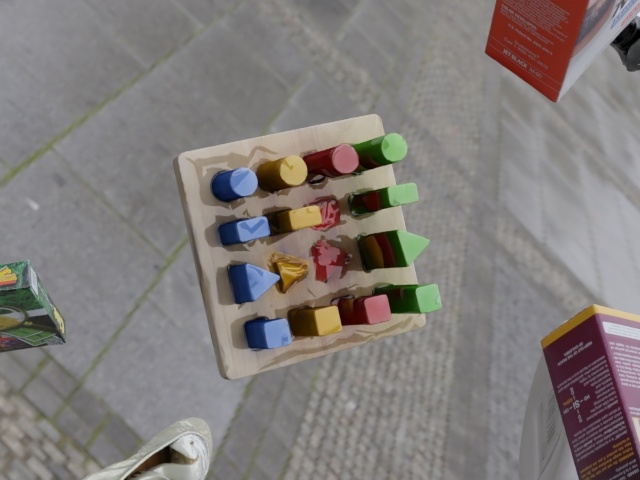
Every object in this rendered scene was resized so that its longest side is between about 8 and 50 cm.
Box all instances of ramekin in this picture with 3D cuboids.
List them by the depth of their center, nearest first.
[{"bbox_3d":[0.332,0.224,1.583,0.135,0.277,0.277,12,24,-3],"label":"ramekin"}]

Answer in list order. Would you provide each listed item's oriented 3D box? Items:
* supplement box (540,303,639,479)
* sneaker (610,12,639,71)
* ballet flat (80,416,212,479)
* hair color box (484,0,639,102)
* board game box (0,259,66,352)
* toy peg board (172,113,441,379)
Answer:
[{"bbox_3d":[0.292,0.167,1.264,0.104,0.081,0.188,13,51,-33],"label":"supplement box"},{"bbox_3d":[0.341,-0.239,1.470,0.234,0.078,0.106,-1,56,-59],"label":"sneaker"},{"bbox_3d":[-0.117,0.176,0.970,0.168,0.052,0.057,-27,113,-55],"label":"ballet flat"},{"bbox_3d":[0.136,-0.153,0.645,0.053,0.093,0.167,38,-21,18],"label":"hair color box"},{"bbox_3d":[-0.360,0.073,1.133,0.136,0.259,0.030,82,-1,-63],"label":"board game box"},{"bbox_3d":[0.000,0.000,0.917,0.160,0.079,0.161,-13,91,-24],"label":"toy peg board"}]
